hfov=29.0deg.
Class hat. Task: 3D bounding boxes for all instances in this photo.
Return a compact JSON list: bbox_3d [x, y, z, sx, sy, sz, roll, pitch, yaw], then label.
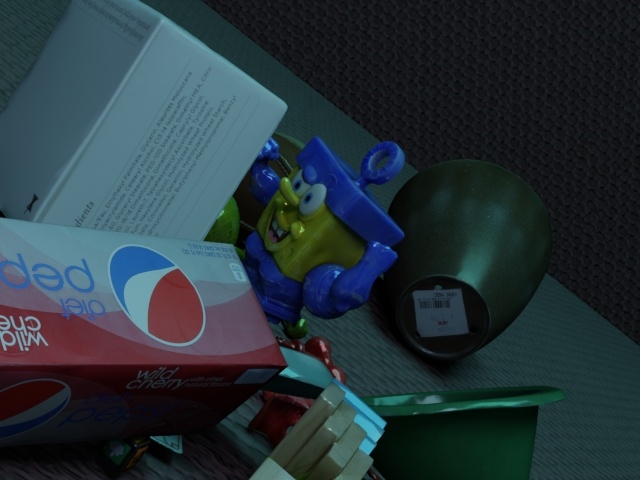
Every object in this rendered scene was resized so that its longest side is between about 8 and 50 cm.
[{"bbox_3d":[0.099,0.199,0.871,0.208,0.184,0.173,-2,-5,-25],"label":"hat"}]

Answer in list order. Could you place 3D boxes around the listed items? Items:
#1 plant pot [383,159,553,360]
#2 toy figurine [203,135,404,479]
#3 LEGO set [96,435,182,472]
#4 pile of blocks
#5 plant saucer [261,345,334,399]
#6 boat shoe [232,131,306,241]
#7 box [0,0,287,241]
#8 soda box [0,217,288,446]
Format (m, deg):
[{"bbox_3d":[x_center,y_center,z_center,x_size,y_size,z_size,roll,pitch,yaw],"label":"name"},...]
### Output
[{"bbox_3d":[0.161,0.042,1.476,0.215,0.215,0.230,39,26,-4],"label":"plant pot"},{"bbox_3d":[0.000,0.000,1.052,0.191,0.217,0.362,32,15,-32],"label":"toy figurine"},{"bbox_3d":[-0.153,0.052,0.803,0.182,0.060,0.244,32,14,-16],"label":"LEGO set"},{"bbox_3d":[0.005,0.161,0.657,0.112,0.149,0.362,40,12,4],"label":"pile of blocks"},{"bbox_3d":[-0.042,0.082,0.819,0.119,0.021,0.119,12,-13,3],"label":"plant saucer"},{"bbox_3d":[-0.116,-0.091,1.303,0.120,0.123,0.324,20,14,-41],"label":"boat shoe"},{"bbox_3d":[-0.147,-0.077,0.917,0.119,0.182,0.181,31,5,-34],"label":"box"},{"bbox_3d":[-0.141,0.048,0.643,0.263,0.083,0.092,7,50,-52],"label":"soda box"}]
